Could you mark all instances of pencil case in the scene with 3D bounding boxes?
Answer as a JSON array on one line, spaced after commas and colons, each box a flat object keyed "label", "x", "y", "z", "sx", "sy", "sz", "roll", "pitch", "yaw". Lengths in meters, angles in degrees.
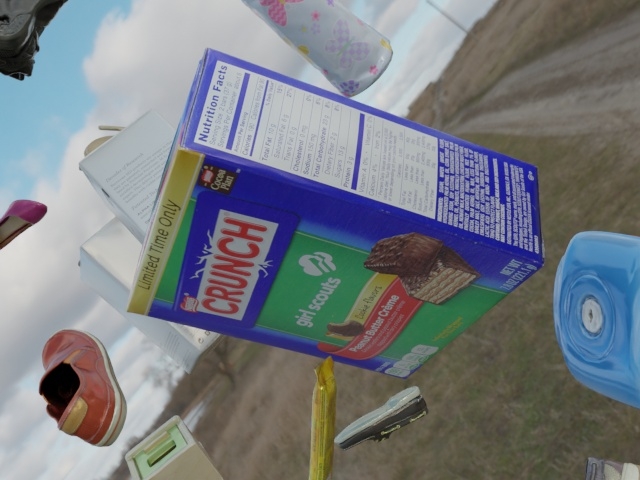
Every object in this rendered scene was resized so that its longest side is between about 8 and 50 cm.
[{"label": "pencil case", "x": -0.004, "y": -0.364, "z": 1.171, "sx": 0.124, "sy": 0.273, "sz": 0.113, "roll": -53, "pitch": 25, "yaw": -4}]

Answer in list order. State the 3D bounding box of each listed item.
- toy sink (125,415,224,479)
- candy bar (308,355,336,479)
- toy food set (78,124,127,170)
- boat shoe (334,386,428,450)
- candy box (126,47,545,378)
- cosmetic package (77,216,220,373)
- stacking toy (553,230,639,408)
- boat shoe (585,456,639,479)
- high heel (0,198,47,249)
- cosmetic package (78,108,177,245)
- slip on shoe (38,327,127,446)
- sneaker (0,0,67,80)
[{"label": "toy sink", "x": -0.338, "y": 0.501, "z": 1.575, "sx": 0.153, "sy": 0.131, "sz": 0.234, "roll": -36, "pitch": 17, "yaw": -14}, {"label": "candy bar", "x": 0.000, "y": 0.181, "z": 0.590, "sx": 0.040, "sy": 0.018, "sz": 0.161, "roll": -17, "pitch": -68, "yaw": -71}, {"label": "toy food set", "x": -0.461, "y": -0.192, "z": 1.571, "sx": 0.192, "sy": 0.132, "sz": 0.038, "roll": -88, "pitch": 4, "yaw": -51}, {"label": "boat shoe", "x": 0.140, "y": 0.415, "z": 1.578, "sx": 0.228, "sy": 0.068, "sz": 0.081, "roll": -29, "pitch": 1, "yaw": -12}, {"label": "candy box", "x": 0.000, "y": 0.000, "z": 0.666, "sx": 0.268, "sy": 0.317, "sz": 0.122, "roll": 123, "pitch": 160, "yaw": -51}, {"label": "cosmetic package", "x": -0.384, "y": 0.125, "z": 1.652, "sx": 0.155, "sy": 0.365, "sz": 0.197, "roll": -47, "pitch": -3, "yaw": -30}, {"label": "stacking toy", "x": 0.428, "y": 0.073, "z": 0.764, "sx": 0.166, "sy": 0.302, "sz": 0.175, "roll": -162, "pitch": 69, "yaw": -78}, {"label": "boat shoe", "x": 0.376, "y": 0.419, "z": 0.978, "sx": 0.285, "sy": 0.092, "sz": 0.103, "roll": -46, "pitch": -46, "yaw": -40}, {"label": "high heel", "x": -0.757, "y": -0.022, "z": 1.701, "sx": 0.244, "sy": 0.082, "sz": 0.117, "roll": -13, "pitch": 54, "yaw": 28}, {"label": "cosmetic package", "x": -0.252, "y": -0.075, "z": 1.118, "sx": 0.151, "sy": 0.184, "sz": 0.151, "roll": -41, "pitch": -21, "yaw": -16}, {"label": "slip on shoe", "x": -0.423, "y": 0.232, "z": 1.185, "sx": 0.331, "sy": 0.101, "sz": 0.123, "roll": 32, "pitch": 93, "yaw": 54}, {"label": "sneaker", "x": -0.462, "y": -0.339, "z": 1.089, "sx": 0.130, "sy": 0.087, "sz": 0.227, "roll": -47, "pitch": 23, "yaw": 46}]
